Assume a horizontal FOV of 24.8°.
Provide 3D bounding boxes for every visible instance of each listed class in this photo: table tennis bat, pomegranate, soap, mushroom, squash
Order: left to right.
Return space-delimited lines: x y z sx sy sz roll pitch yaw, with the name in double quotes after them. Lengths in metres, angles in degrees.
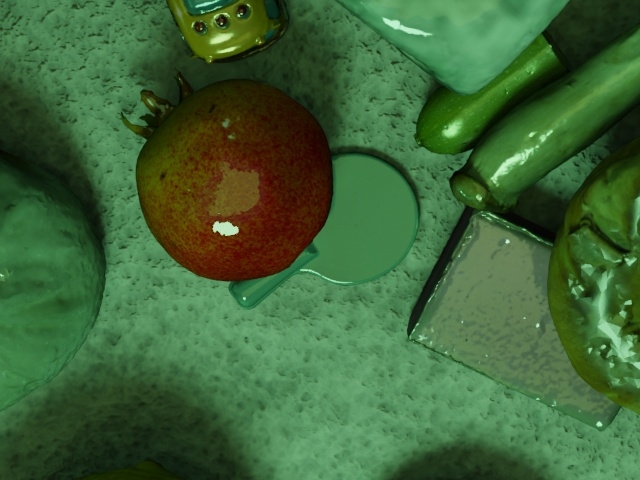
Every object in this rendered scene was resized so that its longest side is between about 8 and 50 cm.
-0.108 -0.077 1.587 0.257 0.221 0.221 41 102 12 "pomegranate"
0.000 0.000 1.684 0.244 0.040 0.153 -35 96 6 "table tennis bat"
0.185 -0.163 1.612 0.188 0.095 0.095 -36 99 16 "squash"
0.252 0.084 1.668 0.259 0.081 0.181 24 103 -4 "soap"
0.269 -0.138 1.548 0.312 0.100 0.081 -39 74 18 "mushroom"

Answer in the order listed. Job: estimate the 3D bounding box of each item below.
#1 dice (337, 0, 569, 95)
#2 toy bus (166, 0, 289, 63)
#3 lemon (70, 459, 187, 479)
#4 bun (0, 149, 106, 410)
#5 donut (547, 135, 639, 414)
0.119 -0.364 1.443 0.328 0.348 0.330 38 96 -6 "dice"
-0.118 -0.291 1.569 0.126 0.136 0.209 -19 103 7 "toy bus"
-0.242 0.433 1.649 0.387 0.350 0.350 -29 101 28 "lemon"
-0.422 0.050 1.624 0.362 0.211 0.361 -2 107 -6 "bun"
0.418 0.039 1.489 0.360 0.170 0.360 10 117 20 "donut"
